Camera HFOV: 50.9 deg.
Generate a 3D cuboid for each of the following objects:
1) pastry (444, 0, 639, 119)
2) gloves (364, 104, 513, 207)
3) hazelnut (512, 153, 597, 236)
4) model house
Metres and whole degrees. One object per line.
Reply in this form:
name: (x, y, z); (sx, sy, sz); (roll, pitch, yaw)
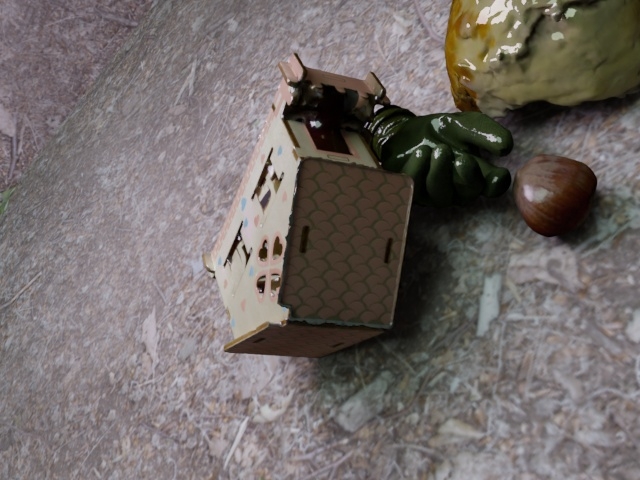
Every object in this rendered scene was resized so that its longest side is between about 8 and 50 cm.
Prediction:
pastry: (0.234, -0.266, 0.729); (0.237, 0.170, 0.255); (-2, 57, 41)
gloves: (0.131, -0.094, 0.764); (0.135, 0.107, 0.268); (-44, 23, 2)
hazelnut: (0.226, -0.045, 0.653); (0.086, 0.086, 0.086); (-25, 48, 32)
model house: (0.000, 0.000, 0.742); (0.326, 0.169, 0.244); (-63, 29, 30)
